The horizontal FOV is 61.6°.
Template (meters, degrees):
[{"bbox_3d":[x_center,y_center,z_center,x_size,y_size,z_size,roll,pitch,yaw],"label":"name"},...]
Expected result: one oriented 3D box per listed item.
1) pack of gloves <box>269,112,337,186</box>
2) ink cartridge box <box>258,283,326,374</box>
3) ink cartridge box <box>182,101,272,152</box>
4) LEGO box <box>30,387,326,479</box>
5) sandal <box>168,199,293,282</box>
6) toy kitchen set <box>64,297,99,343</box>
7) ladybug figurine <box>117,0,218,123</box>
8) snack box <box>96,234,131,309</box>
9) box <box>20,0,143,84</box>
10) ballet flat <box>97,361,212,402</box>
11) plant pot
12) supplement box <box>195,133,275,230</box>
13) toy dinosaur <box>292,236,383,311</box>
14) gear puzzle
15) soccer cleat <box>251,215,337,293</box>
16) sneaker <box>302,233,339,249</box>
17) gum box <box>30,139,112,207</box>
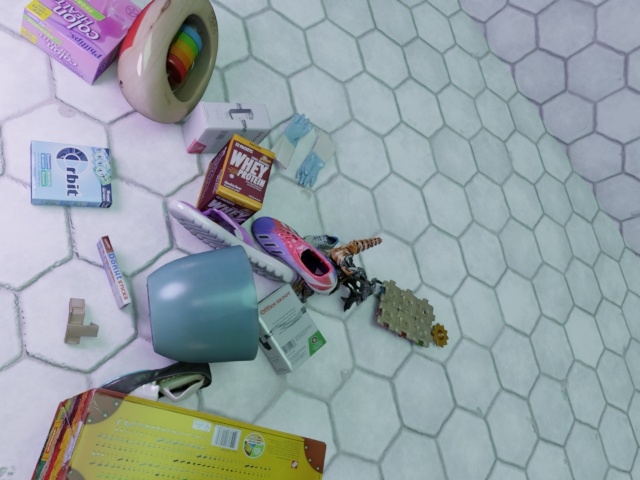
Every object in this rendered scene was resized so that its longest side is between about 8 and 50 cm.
[{"bbox_3d":[-0.063,-0.301,1.811,0.195,0.046,0.232,46,56,-25],"label":"pack of gloves"},{"bbox_3d":[-0.105,0.251,1.528,0.153,0.087,0.208,-34,93,-38],"label":"ink cartridge box"},{"bbox_3d":[-0.276,-0.332,1.591,0.218,0.158,0.092,-6,75,-36],"label":"ink cartridge box"},{"bbox_3d":[-0.299,0.475,1.131,0.500,0.372,0.193,23,61,-25],"label":"LEGO box"},{"bbox_3d":[-0.238,-0.012,1.492,0.416,0.169,0.102,37,69,-32],"label":"sandal"},{"bbox_3d":[-0.565,0.192,1.275,0.068,0.075,0.083,10,107,-28],"label":"toy kitchen set"},{"bbox_3d":[-0.431,-0.529,1.518,0.162,0.305,0.449,9,56,17],"label":"ladybug figurine"},{"bbox_3d":[-0.514,0.079,1.331,0.022,0.064,0.178,-17,82,-36],"label":"snack box"},{"bbox_3d":[-0.644,-0.595,1.470,0.213,0.117,0.243,36,56,-18],"label":"box"},{"bbox_3d":[-0.385,0.350,1.283,0.280,0.095,0.096,-12,42,-36],"label":"ballet flat"},{"bbox_3d":[-0.299,0.165,1.317,0.235,0.293,0.293,-5,74,-20],"label":"plant pot"},{"bbox_3d":[-0.245,-0.159,1.523,0.129,0.194,0.191,24,60,-25],"label":"supplement box"},{"bbox_3d":[0.069,0.093,1.650,0.322,0.164,0.218,-38,86,0],"label":"toy dinosaur"},{"bbox_3d":[0.318,0.270,1.841,0.339,0.044,0.175,29,57,-25],"label":"gear puzzle"},{"bbox_3d":[-0.075,0.022,1.560,0.318,0.116,0.108,42,70,16],"label":"soccer cleat"},{"bbox_3d":[0.000,0.000,1.714,0.135,0.058,0.052,-4,74,-34],"label":"sneaker"},{"bbox_3d":[-0.631,-0.166,1.361,0.184,0.041,0.157,1,72,-33],"label":"gum box"}]
